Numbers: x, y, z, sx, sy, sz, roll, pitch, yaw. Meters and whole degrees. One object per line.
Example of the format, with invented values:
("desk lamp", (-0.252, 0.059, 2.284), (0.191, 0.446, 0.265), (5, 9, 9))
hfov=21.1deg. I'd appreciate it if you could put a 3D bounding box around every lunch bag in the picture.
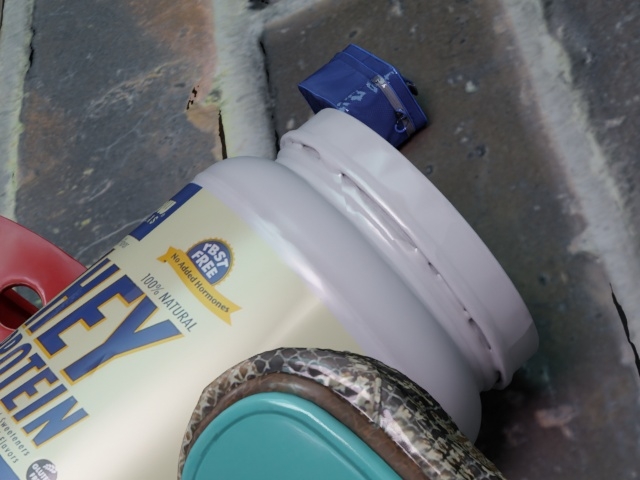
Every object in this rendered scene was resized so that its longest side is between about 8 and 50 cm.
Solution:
("lunch bag", (0.038, -0.109, 1.338), (0.065, 0.067, 0.098), (-41, 37, -9))

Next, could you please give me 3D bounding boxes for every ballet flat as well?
("ballet flat", (0.132, 0.228, 0.725), (0.483, 0.182, 0.164), (49, 113, 19))

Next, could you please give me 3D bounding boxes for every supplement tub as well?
("supplement tub", (-0.055, 0.099, 1.022), (0.325, 0.235, 0.235), (-41, 36, -9))

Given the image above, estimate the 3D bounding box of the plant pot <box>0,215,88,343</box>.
("plant pot", (-0.241, 0.094, 1.221), (0.191, 0.191, 0.174), (13, 60, 46))
